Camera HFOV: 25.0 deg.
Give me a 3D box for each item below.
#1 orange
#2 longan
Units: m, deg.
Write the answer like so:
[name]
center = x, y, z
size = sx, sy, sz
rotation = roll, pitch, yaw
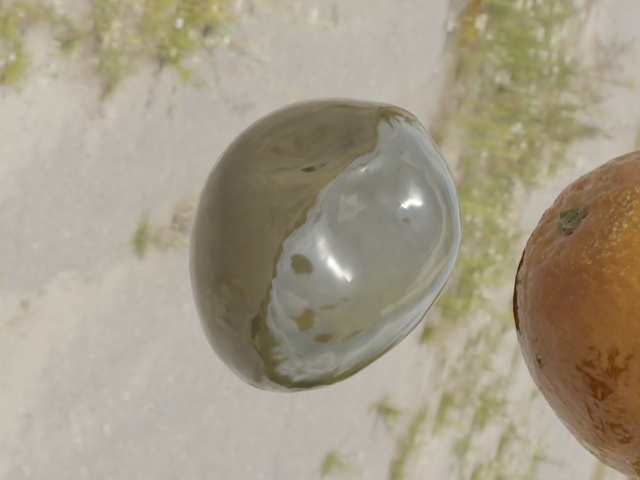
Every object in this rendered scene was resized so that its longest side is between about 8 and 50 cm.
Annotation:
[orange]
center = 0.207, 0.043, 0.809
size = 0.206, 0.206, 0.206
rotation = 15, 90, -74
[longan]
center = 0.000, 0.000, 1.490
size = 0.350, 0.288, 0.288
rotation = -52, 153, -43
